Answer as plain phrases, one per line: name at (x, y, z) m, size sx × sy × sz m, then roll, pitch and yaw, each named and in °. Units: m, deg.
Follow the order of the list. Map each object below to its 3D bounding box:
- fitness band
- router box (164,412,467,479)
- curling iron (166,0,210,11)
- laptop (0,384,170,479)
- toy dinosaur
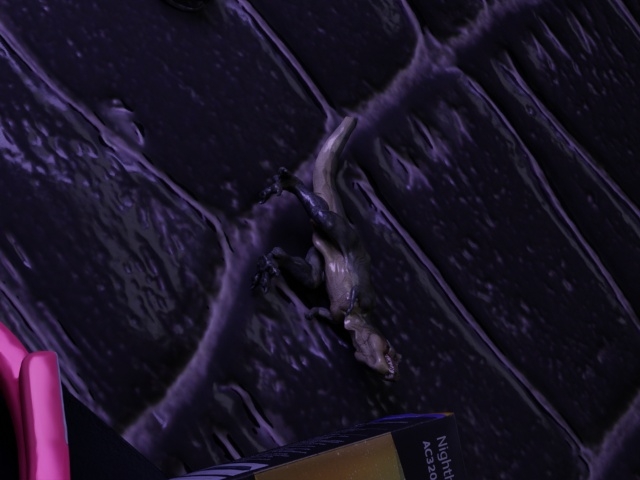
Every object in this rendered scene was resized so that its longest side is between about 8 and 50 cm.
fitness band at (-0.264, 0.142, 0.942) m, size 0.209 × 0.054 × 0.291 m, roll 3°, pitch 48°, yaw -18°
router box at (0.012, 0.293, 1.036) m, size 0.243 × 0.081 × 0.309 m, roll -11°, pitch 90°, yaw -40°
curling iron at (-0.082, -0.299, 1.400) m, size 0.068 × 0.035 × 0.274 m, roll 44°, pitch 47°, yaw -13°
laptop at (-0.198, 0.252, 1.006) m, size 0.234 × 0.136 × 0.264 m, roll -29°, pitch 110°, yaw -43°
toy dinosaur at (0.000, 0.000, 1.274) m, size 0.118 × 0.064 × 0.268 m, roll 15°, pitch 54°, yaw -38°
